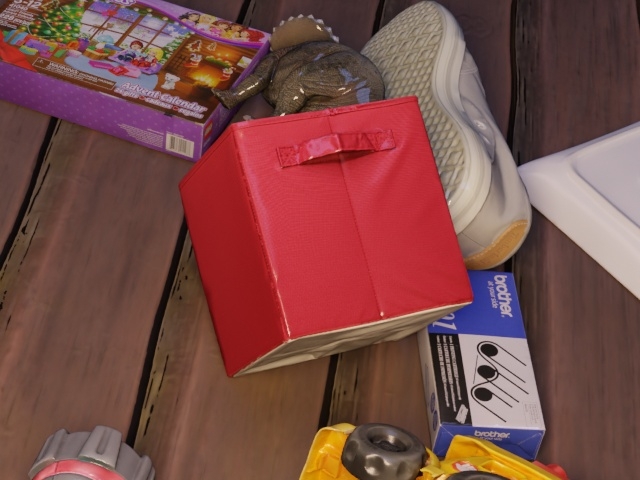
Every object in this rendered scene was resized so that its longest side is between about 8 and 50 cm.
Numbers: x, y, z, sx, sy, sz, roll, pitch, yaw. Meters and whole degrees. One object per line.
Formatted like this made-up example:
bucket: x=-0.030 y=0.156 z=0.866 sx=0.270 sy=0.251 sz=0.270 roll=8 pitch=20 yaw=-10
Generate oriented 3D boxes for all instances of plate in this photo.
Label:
plate: x=0.390 y=-0.044 z=1.664 sx=0.277 sy=0.045 sz=0.278 roll=-20 pitch=49 yaw=-30

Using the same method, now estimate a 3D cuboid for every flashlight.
flashlight: x=-0.200 y=0.263 z=1.127 sx=0.103 sy=0.103 sz=0.304 roll=22 pitch=31 yaw=-4

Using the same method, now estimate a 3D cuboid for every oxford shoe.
oxford shoe: x=0.122 y=-0.112 z=1.640 sx=0.130 sy=0.169 sz=0.449 roll=38 pitch=22 yaw=-28

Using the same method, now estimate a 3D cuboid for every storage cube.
storage cube: x=0.000 y=0.000 z=1.383 sx=0.184 sy=0.215 sz=0.193 roll=-11 pitch=78 yaw=-22

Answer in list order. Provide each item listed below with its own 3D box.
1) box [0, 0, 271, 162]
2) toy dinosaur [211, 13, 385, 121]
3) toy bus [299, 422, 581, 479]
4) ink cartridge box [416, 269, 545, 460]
box: x=-0.226 y=-0.203 z=1.721 sx=0.293 sy=0.057 sz=0.201 roll=18 pitch=41 yaw=10
toy dinosaur: x=-0.006 y=-0.157 z=1.610 sx=0.160 sy=0.121 sz=0.313 roll=-44 pitch=31 yaw=-8
toy bus: x=0.119 y=0.223 z=1.244 sx=0.220 sy=0.149 sz=0.211 roll=26 pitch=27 yaw=31
ink cartridge box: x=0.144 y=0.111 z=1.440 sx=0.097 sy=0.046 sz=0.207 roll=4 pitch=41 yaw=-8
